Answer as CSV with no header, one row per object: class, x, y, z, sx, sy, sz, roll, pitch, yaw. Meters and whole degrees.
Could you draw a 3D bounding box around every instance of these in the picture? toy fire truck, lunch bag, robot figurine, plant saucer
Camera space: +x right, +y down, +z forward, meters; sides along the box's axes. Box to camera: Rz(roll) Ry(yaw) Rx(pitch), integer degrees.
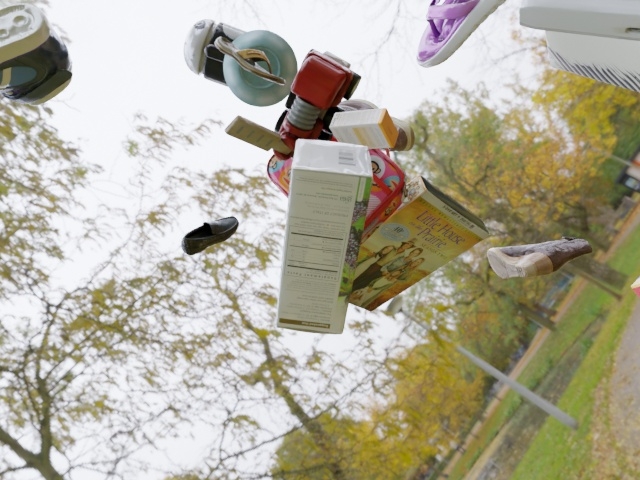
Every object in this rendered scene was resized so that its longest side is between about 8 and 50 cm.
toy fire truck,-0.053,-0.253,1.076,0.217,0.159,0.246,-60,-1,32
lunch bag,0.051,-0.151,1.259,0.258,0.293,0.120,-45,-20,0
robot figurine,-0.262,-0.543,1.626,0.209,0.278,0.173,127,159,-68
plant saucer,-0.155,-0.443,1.419,0.195,0.195,0.037,-59,8,11

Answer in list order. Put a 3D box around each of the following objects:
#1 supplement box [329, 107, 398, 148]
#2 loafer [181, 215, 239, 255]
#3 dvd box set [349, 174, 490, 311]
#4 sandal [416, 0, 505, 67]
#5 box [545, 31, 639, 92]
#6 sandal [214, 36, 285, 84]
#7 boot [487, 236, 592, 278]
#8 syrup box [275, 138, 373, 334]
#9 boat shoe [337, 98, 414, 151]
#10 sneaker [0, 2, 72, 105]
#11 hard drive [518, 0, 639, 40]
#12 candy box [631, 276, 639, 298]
supplement box,0.073,-0.186,0.926,0.062,0.099,0.036,50,-128,-47
loafer,-0.358,-0.028,1.812,0.223,0.076,0.078,-32,-32,-36
dvd box set,0.191,0.029,1.449,0.420,0.062,0.308,-37,-42,27
sandal,0.267,-0.465,0.991,0.416,0.102,0.169,-31,37,67
box,0.436,-0.279,0.761,0.113,0.275,0.094,-22,-61,-1
sandal,-0.148,-0.392,1.181,0.049,0.180,0.072,-55,-12,19
boot,0.618,0.043,1.579,0.207,0.090,0.248,-19,12,-9
syrup box,0.000,0.000,0.708,0.093,0.096,0.236,-87,3,-59
boat shoe,0.142,-0.365,1.786,0.123,0.342,0.123,-25,-44,-33
sneaker,-0.655,-0.316,1.095,0.323,0.130,0.236,-30,-14,-16
hard drive,0.351,-0.353,0.507,0.047,0.233,0.352,29,-101,-66
candy box,0.693,-0.005,0.855,0.317,0.122,0.268,-38,-6,-21
